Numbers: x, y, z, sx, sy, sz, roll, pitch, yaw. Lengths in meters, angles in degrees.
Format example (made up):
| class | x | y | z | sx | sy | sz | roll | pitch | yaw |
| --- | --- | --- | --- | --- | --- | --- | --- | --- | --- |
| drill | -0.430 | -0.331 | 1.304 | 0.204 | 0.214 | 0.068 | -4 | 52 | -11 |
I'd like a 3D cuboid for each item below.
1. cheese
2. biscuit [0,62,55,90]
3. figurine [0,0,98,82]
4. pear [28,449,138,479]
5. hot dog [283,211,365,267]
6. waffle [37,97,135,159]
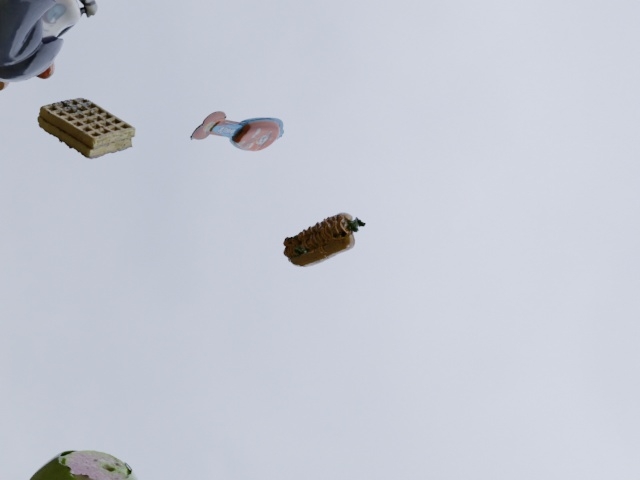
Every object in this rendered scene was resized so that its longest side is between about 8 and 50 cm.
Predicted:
| class | x | y | z | sx | sy | sz | roll | pitch | yaw |
| --- | --- | --- | --- | --- | --- | --- | --- | --- | --- |
| cheese | -0.165 | -0.226 | 2.093 | 0.106 | 0.256 | 0.037 | -45 | -115 | 27 |
| biscuit | -0.590 | -0.335 | 1.772 | 0.250 | 0.036 | 0.165 | -1 | -50 | 23 |
| figurine | -0.342 | -0.318 | 1.214 | 0.197 | 0.265 | 0.175 | 17 | -26 | 22 |
| pear | -0.337 | 0.405 | 1.402 | 0.187 | 0.187 | 0.219 | 27 | -73 | 48 |
| hot dog | 0.000 | 0.000 | 1.797 | 0.188 | 0.055 | 0.072 | -26 | -120 | 44 |
| waffle | -0.399 | -0.194 | 1.711 | 0.148 | 0.102 | 0.042 | 32 | -53 | 29 |
